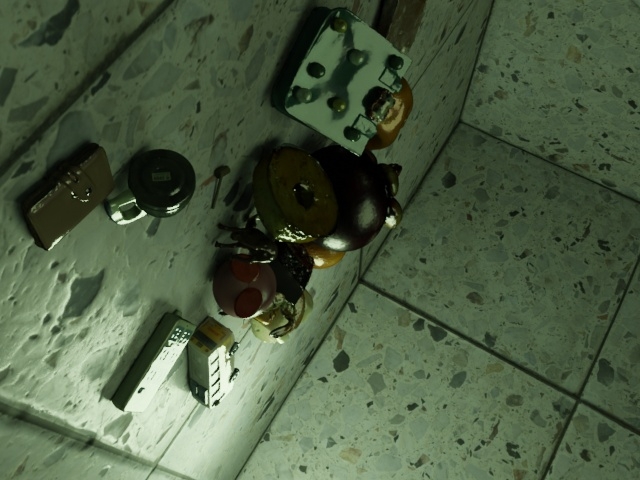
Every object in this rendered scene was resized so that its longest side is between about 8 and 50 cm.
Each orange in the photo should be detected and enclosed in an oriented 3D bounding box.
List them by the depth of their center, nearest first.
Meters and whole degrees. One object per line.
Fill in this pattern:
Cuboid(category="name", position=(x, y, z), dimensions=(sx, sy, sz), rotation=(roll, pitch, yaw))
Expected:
Cuboid(category="orange", position=(0.168, -0.379, 1.766), dimensions=(0.249, 0.183, 0.249), rotation=(-50, -166, 17))
Cuboid(category="orange", position=(0.000, 0.000, 1.977), dimensions=(0.206, 0.206, 0.206), rotation=(-55, 164, -24))

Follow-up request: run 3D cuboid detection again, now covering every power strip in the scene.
Cuboid(category="power strip", position=(-0.394, 0.292, 1.435), dimensions=(0.271, 0.046, 0.118), rotation=(-59, 165, -9))

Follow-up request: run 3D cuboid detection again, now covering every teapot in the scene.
Cuboid(category="teapot", position=(-0.280, -0.073, 1.034), dimensions=(0.149, 0.111, 0.108), rotation=(-61, 180, -26))

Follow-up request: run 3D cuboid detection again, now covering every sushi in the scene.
Cuboid(category="sushi", position=(-0.101, 0.071, 1.779), dimensions=(0.153, 0.172, 0.150), rotation=(-56, -178, 37))

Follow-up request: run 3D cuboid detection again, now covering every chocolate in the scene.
Cuboid(category="chocolate", position=(0.223, -0.657, 1.746), dimensions=(0.156, 0.080, 0.254), rotation=(-22, 138, -46))

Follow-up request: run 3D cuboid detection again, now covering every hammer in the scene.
Cuboid(category="hammer", position=(-0.226, -0.114, 1.329), dimensions=(0.035, 0.019, 0.110), rotation=(-43, 161, -52))

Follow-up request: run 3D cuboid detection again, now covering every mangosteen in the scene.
Cuboid(category="mangosteen", position=(0.086, -0.129, 1.737), dimensions=(0.346, 0.307, 0.307), rotation=(-19, 148, -18))

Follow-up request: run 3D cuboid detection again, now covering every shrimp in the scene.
Cuboid(category="shrimp", position=(-0.164, 0.224, 1.804), dimensions=(0.295, 0.058, 0.169), rotation=(-15, 101, -35))

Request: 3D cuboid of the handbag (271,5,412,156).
Cuboid(category="handbag", position=(0.057, -0.364, 1.379), dimensions=(0.274, 0.100, 0.269), rotation=(26, 96, -32))

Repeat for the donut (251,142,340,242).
Cuboid(category="donut", position=(-0.072, -0.104, 1.487), dimensions=(0.107, 0.272, 0.272), rotation=(-23, -173, 30))

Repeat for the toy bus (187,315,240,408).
Cuboid(category="toy bus", position=(-0.309, 0.359, 1.745), dimensions=(0.138, 0.097, 0.343), rotation=(-47, 159, -38))

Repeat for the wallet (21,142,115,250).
Cuboid(category="wallet", position=(-0.365, -0.065, 0.889), dimensions=(0.153, 0.038, 0.118), rotation=(-52, 165, -30))

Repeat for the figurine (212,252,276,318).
Cuboid(category="figurine", position=(-0.197, 0.118, 1.566), dimensions=(0.173, 0.173, 0.173), rotation=(-55, 164, -24))

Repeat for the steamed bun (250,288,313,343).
Cuboid(category="steamed bun", position=(-0.128, 0.239, 2.010), dimensions=(0.226, 0.170, 0.200), rotation=(-57, 171, -15))

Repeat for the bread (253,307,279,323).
Cuboid(category="bread", position=(-0.158, 0.156, 1.881), dimensions=(0.200, 0.116, 0.077), rotation=(-58, -170, -16))

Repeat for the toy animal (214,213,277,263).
Cuboid(category="toy animal", position=(-0.167, -0.001, 1.492), dimensions=(0.186, 0.214, 0.094), rotation=(-3, 116, -38))
